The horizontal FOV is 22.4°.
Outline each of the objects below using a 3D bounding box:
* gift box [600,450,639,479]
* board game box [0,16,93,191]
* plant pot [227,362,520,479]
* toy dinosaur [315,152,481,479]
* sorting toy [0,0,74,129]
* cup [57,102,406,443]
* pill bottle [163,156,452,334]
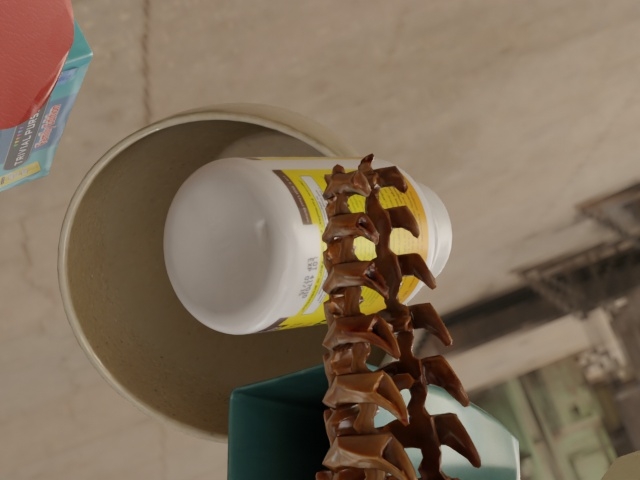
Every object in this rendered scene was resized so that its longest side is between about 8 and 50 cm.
[{"bbox_3d":[0.360,0.311,1.353,0.258,0.255,0.276,-29,-167,41],"label":"gift box"},{"bbox_3d":[-0.341,-0.245,1.523,0.079,0.336,0.254,-21,166,-26],"label":"board game box"},{"bbox_3d":[0.060,0.216,1.420,0.234,0.166,0.165,16,156,-37],"label":"plant pot"},{"bbox_3d":[0.072,0.134,0.412,0.218,0.322,0.164,-31,-172,34],"label":"toy dinosaur"},{"bbox_3d":[-0.312,-0.176,0.934,0.126,0.127,0.365,11,169,41],"label":"sorting toy"},{"bbox_3d":[-0.061,0.001,1.591,0.331,0.331,0.237,-27,-167,20],"label":"cup"},{"bbox_3d":[0.000,0.000,1.129,0.117,0.117,0.215,-31,164,35],"label":"pill bottle"}]
